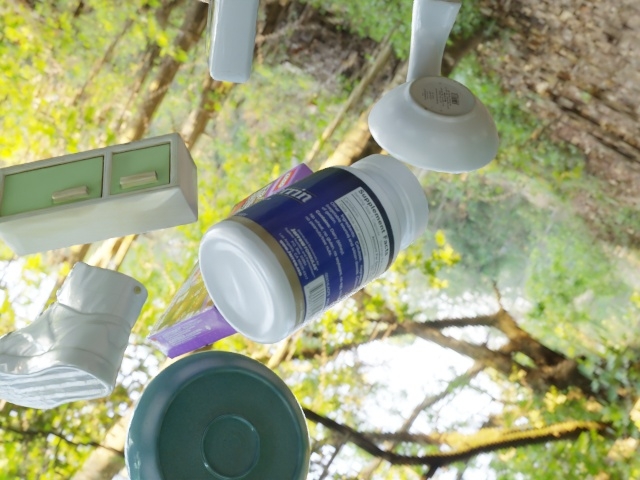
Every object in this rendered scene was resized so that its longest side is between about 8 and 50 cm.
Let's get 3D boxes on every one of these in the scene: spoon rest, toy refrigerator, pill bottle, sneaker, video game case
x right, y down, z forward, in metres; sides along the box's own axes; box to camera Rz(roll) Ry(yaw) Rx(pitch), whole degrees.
[{"bbox_3d":[0.123,-0.162,0.962,0.137,0.084,0.276,10,-134,-2],"label":"spoon rest"},{"bbox_3d":[-0.314,-0.066,1.235,0.094,0.270,0.102,71,-169,-56],"label":"toy refrigerator"},{"bbox_3d":[0.000,0.000,1.057,0.153,0.153,0.265,35,-133,31],"label":"pill bottle"},{"bbox_3d":[-0.335,0.118,1.139,0.293,0.169,0.108,-10,138,37],"label":"sneaker"},{"bbox_3d":[-0.070,-0.319,0.798,0.036,0.328,0.300,6,-166,-10],"label":"video game case"}]

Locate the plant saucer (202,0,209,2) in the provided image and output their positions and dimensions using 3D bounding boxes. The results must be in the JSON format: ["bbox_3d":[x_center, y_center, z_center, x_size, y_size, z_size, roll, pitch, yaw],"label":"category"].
[{"bbox_3d":[-0.189,-0.419,1.520,0.084,0.013,0.083,14,-157,-6],"label":"plant saucer"}]

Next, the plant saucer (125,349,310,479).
[{"bbox_3d":[-0.147,0.327,1.395,0.318,0.317,0.044,25,153,-21],"label":"plant saucer"}]

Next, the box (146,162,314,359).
[{"bbox_3d":[-0.123,0.030,1.314,0.057,0.293,0.201,43,141,-18],"label":"box"}]
